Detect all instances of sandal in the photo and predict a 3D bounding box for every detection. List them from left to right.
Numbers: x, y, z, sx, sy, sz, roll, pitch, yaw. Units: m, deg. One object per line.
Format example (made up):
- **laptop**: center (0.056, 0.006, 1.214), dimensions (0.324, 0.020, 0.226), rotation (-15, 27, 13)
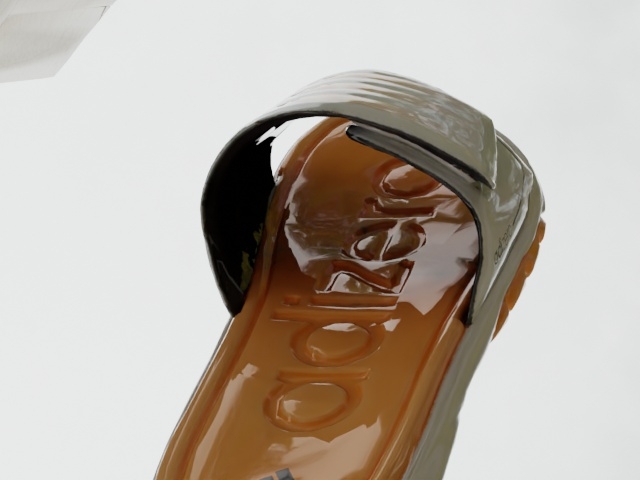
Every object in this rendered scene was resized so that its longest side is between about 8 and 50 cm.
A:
- **sandal**: center (0.010, 0.000, 0.469), dimensions (0.265, 0.102, 0.076), rotation (-70, -27, -58)

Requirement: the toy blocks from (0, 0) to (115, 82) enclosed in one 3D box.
- **toy blocks**: center (-0.212, -0.133, 0.587), dimensions (0.381, 0.261, 0.191), rotation (-9, -100, -27)
